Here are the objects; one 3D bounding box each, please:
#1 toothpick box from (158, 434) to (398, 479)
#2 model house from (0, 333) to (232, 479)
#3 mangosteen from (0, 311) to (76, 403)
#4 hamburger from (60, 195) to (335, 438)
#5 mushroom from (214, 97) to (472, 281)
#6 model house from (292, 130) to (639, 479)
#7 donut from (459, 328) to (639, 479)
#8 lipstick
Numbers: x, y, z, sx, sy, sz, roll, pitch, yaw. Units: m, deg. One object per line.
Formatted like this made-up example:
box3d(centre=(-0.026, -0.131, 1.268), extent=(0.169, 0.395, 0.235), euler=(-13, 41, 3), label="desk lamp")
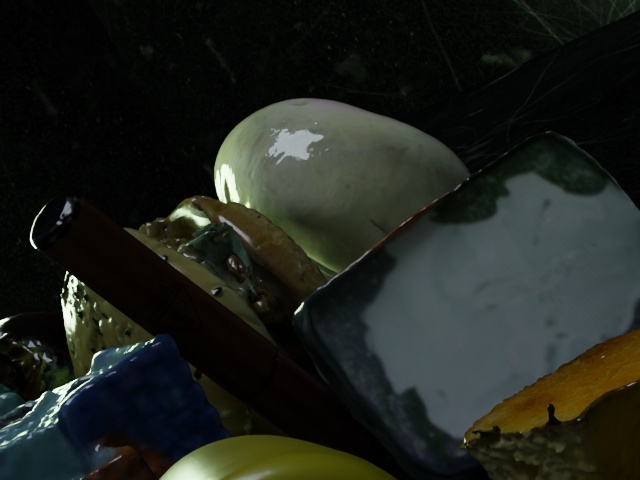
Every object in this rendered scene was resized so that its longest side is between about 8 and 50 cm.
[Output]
box3d(centre=(-0.031, 0.201, 0.963), extent=(0.175, 0.175, 0.271), euler=(-32, 5, -11), label="toothpick box")
box3d(centre=(-0.163, 0.207, 1.207), extent=(0.329, 0.252, 0.295), euler=(-22, 10, 15), label="model house")
box3d(centre=(-0.335, 0.178, 1.846), extent=(0.231, 0.231, 0.289), euler=(-33, -22, -17), label="mangosteen")
box3d(centre=(-0.122, 0.099, 1.588), extent=(0.195, 0.277, 0.318), euler=(-28, 2, -36), label="hamburger")
box3d(centre=(0.008, -0.034, 1.814), extent=(0.356, 0.315, 0.315), euler=(-22, 11, 31), label="mushroom")
box3d(centre=(0.116, 0.079, 1.310), extent=(0.271, 0.190, 0.301), euler=(-37, -6, -16), label="model house")
box3d(centre=(0.226, 0.095, 0.939), extent=(0.152, 0.101, 0.259), euler=(-37, 9, -40), label="donut")
box3d(centre=(-0.088, 0.080, 1.297), extent=(0.057, 0.356, 0.057), euler=(-32, 35, 26), label="lipstick")
